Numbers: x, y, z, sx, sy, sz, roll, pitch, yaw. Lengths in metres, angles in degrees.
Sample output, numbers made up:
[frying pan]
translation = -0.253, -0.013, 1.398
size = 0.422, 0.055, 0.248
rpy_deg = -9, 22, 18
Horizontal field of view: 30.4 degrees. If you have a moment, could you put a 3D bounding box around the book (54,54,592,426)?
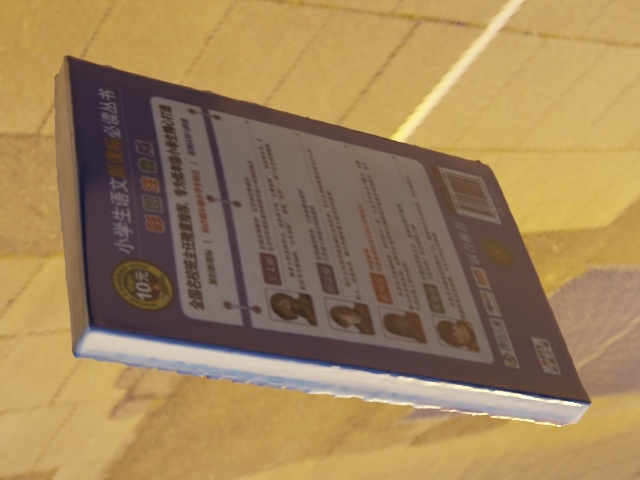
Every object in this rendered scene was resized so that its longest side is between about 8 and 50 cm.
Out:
[book]
translation = 0.000, 0.000, 0.953
size = 0.427, 0.300, 0.039
rpy_deg = 12, 132, -26
